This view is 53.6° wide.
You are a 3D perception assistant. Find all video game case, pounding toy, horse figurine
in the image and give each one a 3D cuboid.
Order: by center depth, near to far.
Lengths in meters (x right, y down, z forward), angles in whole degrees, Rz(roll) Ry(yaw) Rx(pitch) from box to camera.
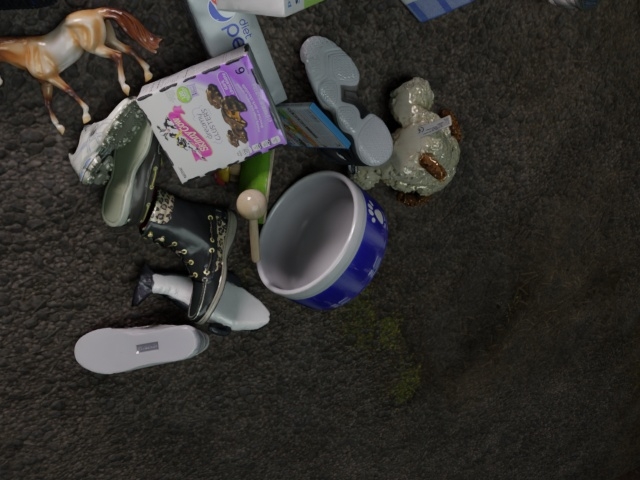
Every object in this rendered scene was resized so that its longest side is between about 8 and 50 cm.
[{"bbox_3d":[-0.382,-0.286,0.995,0.263,0.066,0.174,-31,116,2],"label":"horse figurine"},{"bbox_3d":[-0.147,-0.105,1.163,0.110,0.237,0.183,7,143,-5],"label":"pounding toy"},{"bbox_3d":[-0.035,-0.212,1.174,0.119,0.166,0.015,40,71,-39],"label":"video game case"}]

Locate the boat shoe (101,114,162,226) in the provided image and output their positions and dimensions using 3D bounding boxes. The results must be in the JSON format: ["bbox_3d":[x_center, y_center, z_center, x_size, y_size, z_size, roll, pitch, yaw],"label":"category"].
[{"bbox_3d":[-0.323,-0.132,1.125,0.068,0.081,0.228,2,113,-56],"label":"boat shoe"}]

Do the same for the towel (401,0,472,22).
[{"bbox_3d":[0.177,-0.502,1.101,0.285,0.209,0.034,32,60,-39],"label":"towel"}]

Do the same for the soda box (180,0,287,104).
[{"bbox_3d":[-0.157,-0.352,1.066,0.098,0.091,0.286,-29,128,-8],"label":"soda box"}]

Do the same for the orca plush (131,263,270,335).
[{"bbox_3d":[-0.253,0.143,1.314,0.287,0.151,0.102,7,146,-34],"label":"orca plush"}]

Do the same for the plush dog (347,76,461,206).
[{"bbox_3d":[0.220,-0.176,1.332,0.225,0.210,0.262,10,115,-58],"label":"plush dog"}]

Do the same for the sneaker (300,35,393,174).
[{"bbox_3d":[0.023,-0.247,1.220,0.101,0.153,0.269,-33,95,-27],"label":"sneaker"}]

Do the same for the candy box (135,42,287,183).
[{"bbox_3d":[-0.176,-0.207,1.050,0.196,0.070,0.165,-20,122,7],"label":"candy box"}]

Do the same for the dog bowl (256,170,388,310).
[{"bbox_3d":[0.000,0.000,1.254,0.104,0.265,0.265,31,101,-40],"label":"dog bowl"}]

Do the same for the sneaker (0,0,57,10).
[{"bbox_3d":[-0.485,-0.377,0.905,0.209,0.069,0.082,-9,87,-12],"label":"sneaker"}]

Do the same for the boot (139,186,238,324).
[{"bbox_3d":[-0.265,0.028,1.205,0.178,0.085,0.236,21,74,-32],"label":"boot"}]

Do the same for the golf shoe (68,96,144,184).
[{"bbox_3d":[-0.367,-0.180,1.062,0.176,0.086,0.069,-51,162,13],"label":"golf shoe"}]

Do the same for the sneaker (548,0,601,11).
[{"bbox_3d":[0.466,-0.596,1.244,0.111,0.129,0.297,-20,107,-14],"label":"sneaker"}]

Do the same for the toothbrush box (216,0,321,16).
[{"bbox_3d":[-0.039,-0.473,0.947,0.283,0.122,0.206,-48,144,-48],"label":"toothbrush box"}]

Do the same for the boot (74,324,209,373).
[{"bbox_3d":[-0.360,0.223,1.308,0.258,0.123,0.095,-4,80,5],"label":"boot"}]
